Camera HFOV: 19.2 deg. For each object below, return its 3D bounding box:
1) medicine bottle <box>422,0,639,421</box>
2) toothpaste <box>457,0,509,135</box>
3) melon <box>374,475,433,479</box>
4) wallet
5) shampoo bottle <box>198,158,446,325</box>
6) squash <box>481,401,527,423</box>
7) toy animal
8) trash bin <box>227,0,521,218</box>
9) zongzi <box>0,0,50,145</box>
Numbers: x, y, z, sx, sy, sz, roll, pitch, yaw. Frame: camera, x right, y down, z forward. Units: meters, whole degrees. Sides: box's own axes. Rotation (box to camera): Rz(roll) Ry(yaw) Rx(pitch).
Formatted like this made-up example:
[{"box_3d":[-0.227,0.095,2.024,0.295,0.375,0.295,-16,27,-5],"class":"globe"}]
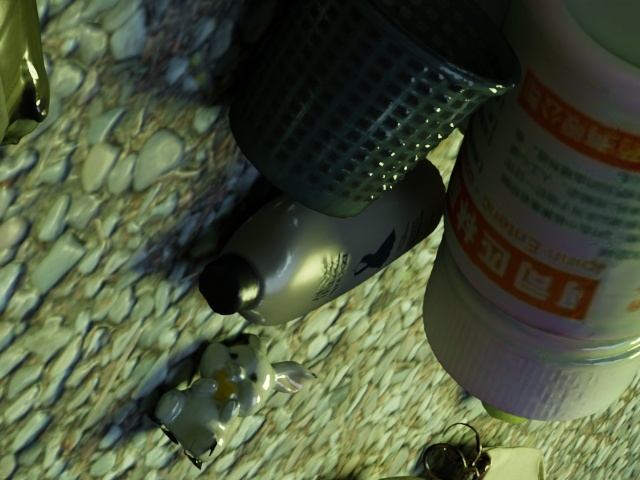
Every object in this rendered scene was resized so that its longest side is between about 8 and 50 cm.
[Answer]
[{"box_3d":[0.213,-0.047,1.468,0.219,0.219,0.388,-35,155,-34],"class":"medicine bottle"},{"box_3d":[0.152,-0.205,1.495,0.114,0.073,0.299,-47,154,-38],"class":"toothpaste"},{"box_3d":[0.076,0.387,1.984,0.223,0.223,0.317,-27,141,-44],"class":"melon"},{"box_3d":[0.144,0.347,2.247,0.335,0.068,0.275,-53,153,19],"class":"wallet"},{"box_3d":[0.000,0.000,1.488,0.257,0.078,0.127,-24,145,-46],"class":"shampoo bottle"},{"box_3d":[0.219,0.116,2.037,0.083,0.083,0.250,-36,154,-31],"class":"squash"},{"box_3d":[-0.074,0.126,1.540,0.124,0.071,0.085,-47,155,-11],"class":"toy animal"},{"box_3d":[0.025,-0.107,1.301,0.161,0.175,0.175,-51,158,22],"class":"trash bin"},{"box_3d":[-0.169,-0.187,0.836,0.418,0.181,0.447,-56,157,-4],"class":"zongzi"}]
